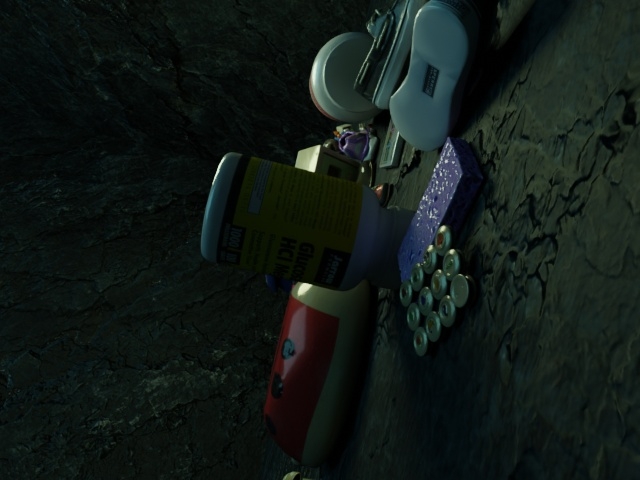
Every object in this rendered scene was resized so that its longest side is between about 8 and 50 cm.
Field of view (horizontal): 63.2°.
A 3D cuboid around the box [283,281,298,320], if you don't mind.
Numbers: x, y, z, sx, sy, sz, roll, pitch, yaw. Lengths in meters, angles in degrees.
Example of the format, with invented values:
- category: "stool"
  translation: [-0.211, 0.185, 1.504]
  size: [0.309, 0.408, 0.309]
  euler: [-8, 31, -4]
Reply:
- category: "box"
  translation: [-0.024, 0.212, 1.443]
  size: [0.247, 0.142, 0.163]
  euler: [-102, 24, -81]

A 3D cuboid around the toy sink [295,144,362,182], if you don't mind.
- category: "toy sink"
  translation: [0.045, -0.171, 1.579]
  size: [0.131, 0.234, 0.153]
  euler: [-2, 72, 54]

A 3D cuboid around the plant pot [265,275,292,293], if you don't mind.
- category: "plant pot"
  translation: [-0.066, 0.053, 1.708]
  size: [0.236, 0.212, 0.236]
  euler: [92, -172, -59]

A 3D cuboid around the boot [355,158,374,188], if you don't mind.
- category: "boot"
  translation: [0.078, -0.127, 1.379]
  size: [0.082, 0.106, 0.219]
  euler: [118, 164, -70]

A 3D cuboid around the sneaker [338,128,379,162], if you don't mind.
- category: "sneaker"
  translation: [0.104, -0.286, 1.523]
  size: [0.236, 0.104, 0.095]
  euler: [-90, 13, -73]

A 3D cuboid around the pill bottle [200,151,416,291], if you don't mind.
- category: "pill bottle"
  translation: [-0.017, -0.021, 0.877]
  size: [0.188, 0.334, 0.188]
  euler: [-167, 90, -85]

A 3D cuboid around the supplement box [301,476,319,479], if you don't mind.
- category: "supplement box"
  translation: [0.007, 0.434, 0.850]
  size: [0.083, 0.083, 0.056]
  euler: [122, 162, -78]

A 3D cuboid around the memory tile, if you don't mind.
- category: "memory tile"
  translation: [0.136, 0.063, 0.629]
  size: [0.148, 0.012, 0.113]
  euler: [113, 155, -46]

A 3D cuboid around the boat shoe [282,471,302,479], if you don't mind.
- category: "boat shoe"
  translation: [-0.086, 0.692, 1.335]
  size: [0.072, 0.068, 0.190]
  euler: [128, 157, -50]

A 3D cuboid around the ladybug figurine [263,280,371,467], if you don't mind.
- category: "ladybug figurine"
  translation: [-0.015, 0.257, 1.103]
  size: [0.305, 0.162, 0.449]
  euler: [-177, 100, -84]

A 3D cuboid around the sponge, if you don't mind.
- category: "sponge"
  translation: [0.156, -0.025, 0.707]
  size: [0.117, 0.031, 0.210]
  euler: [-85, 9, -55]

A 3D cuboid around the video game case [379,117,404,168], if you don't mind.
- category: "video game case"
  translation: [0.171, -0.242, 1.170]
  size: [0.143, 0.019, 0.157]
  euler: [-121, 44, -83]

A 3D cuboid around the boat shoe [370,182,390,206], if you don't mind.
- category: "boat shoe"
  translation: [0.124, -0.100, 1.173]
  size: [0.137, 0.043, 0.049]
  euler: [130, 154, -76]

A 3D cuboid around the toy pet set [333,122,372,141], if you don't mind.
- category: "toy pet set"
  translation: [0.092, -0.331, 1.667]
  size: [0.114, 0.122, 0.065]
  euler: [24, 130, 54]

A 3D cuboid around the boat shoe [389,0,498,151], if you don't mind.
- category: "boat shoe"
  translation: [0.174, -0.237, 0.730]
  size: [0.102, 0.108, 0.301]
  euler: [-45, -18, -15]

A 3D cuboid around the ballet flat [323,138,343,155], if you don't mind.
- category: "ballet flat"
  translation: [0.064, -0.222, 1.713]
  size: [0.084, 0.058, 0.250]
  euler: [-48, -40, -35]

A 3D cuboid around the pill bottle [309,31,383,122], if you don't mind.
- category: "pill bottle"
  translation: [0.085, -0.443, 1.439]
  size: [0.408, 0.229, 0.229]
  euler: [-98, 22, -76]

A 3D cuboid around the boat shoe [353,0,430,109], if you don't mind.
- category: "boat shoe"
  translation: [0.152, -0.449, 1.122]
  size: [0.121, 0.119, 0.335]
  euler: [-52, -15, -54]
